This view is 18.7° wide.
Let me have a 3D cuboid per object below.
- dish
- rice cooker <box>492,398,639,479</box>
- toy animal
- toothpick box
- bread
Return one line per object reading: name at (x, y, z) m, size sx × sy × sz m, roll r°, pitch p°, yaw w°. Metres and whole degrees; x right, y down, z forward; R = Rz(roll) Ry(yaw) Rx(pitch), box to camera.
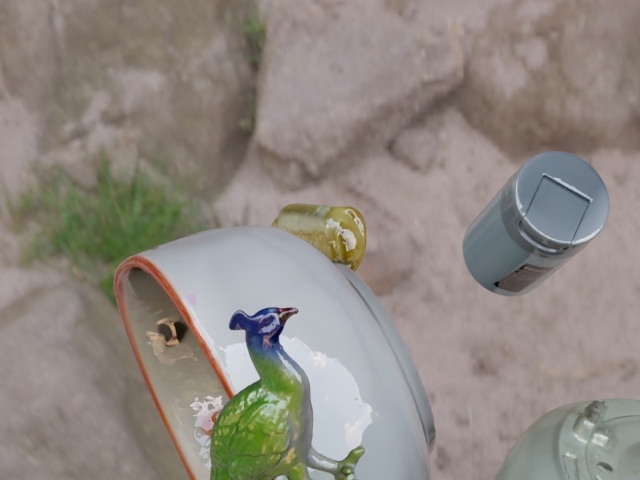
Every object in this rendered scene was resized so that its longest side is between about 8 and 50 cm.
dish at (-0.015, 0.093, 1.133) m, size 0.117 × 0.256 × 0.256 m, roll -25°, pitch 64°, yaw -16°
rice cooker at (0.159, 0.223, 1.018) m, size 0.226 × 0.244 × 0.226 m, roll 22°, pitch 28°, yaw -13°
toy animal at (-0.021, 0.126, 0.959) m, size 0.075 × 0.217 × 0.041 m, roll 11°, pitch 35°, yaw 1°
toothpick box at (0.110, -0.007, 1.002) m, size 0.052 × 0.083 × 0.052 m, roll 5°, pitch 68°, yaw -14°
bread at (0.000, 0.000, 1.276) m, size 0.034 × 0.088 × 0.049 m, roll -6°, pitch 94°, yaw -33°
